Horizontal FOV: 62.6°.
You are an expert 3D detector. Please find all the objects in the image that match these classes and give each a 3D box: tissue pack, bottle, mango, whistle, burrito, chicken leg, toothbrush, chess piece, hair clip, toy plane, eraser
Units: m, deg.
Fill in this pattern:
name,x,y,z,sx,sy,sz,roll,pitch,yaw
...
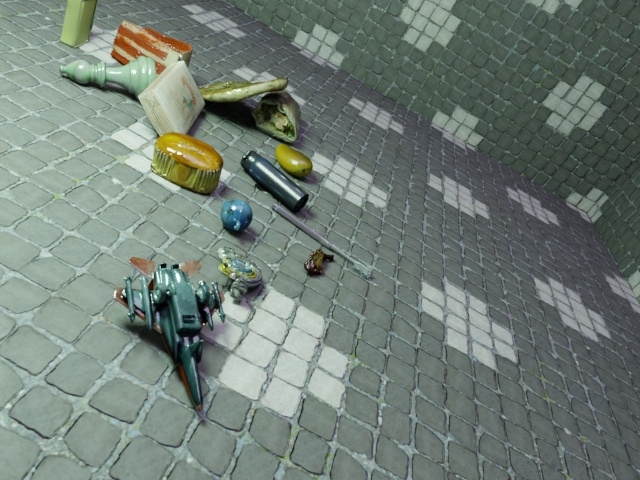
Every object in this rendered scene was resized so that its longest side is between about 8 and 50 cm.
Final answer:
name,x,y,z,sx,sy,sz,roll,pitch,yaw
tissue pack,-0.452,-0.434,1.639,0.325,0.071,0.170,-88,160,-57
bottle,-0.144,-0.185,1.618,0.244,0.072,0.082,41,-6,14
mango,-0.096,-0.276,1.803,0.103,0.076,0.161,-15,50,-46
whistle,-0.220,-0.076,1.376,0.090,0.090,0.158,17,33,-23
burrito,-0.157,-0.512,2.051,0.190,0.135,0.332,18,28,-8
chicken leg,-0.003,0.054,1.429,0.062,0.037,0.145,54,31,-5
toothbrush,0.000,0.000,1.525,0.354,0.024,0.029,36,38,7
chess piece,-0.653,-0.508,1.619,0.271,0.139,0.139,-2,42,-27
hair clip,-0.189,0.075,1.223,0.116,0.049,0.172,34,18,-22
toy plane,-0.254,0.157,0.972,0.222,0.104,0.326,6,38,-38
eraser,-0.807,-0.745,1.759,0.058,0.172,0.117,24,31,-9

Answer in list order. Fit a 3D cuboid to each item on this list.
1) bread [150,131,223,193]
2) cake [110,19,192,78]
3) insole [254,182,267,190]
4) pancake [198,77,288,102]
name,x,y,z,sx,sy,sz,roll,pitch,yaw
bread,-0.362,-0.217,1.441,0.190,0.114,0.132,19,33,-10
cake,-0.577,-0.658,1.859,0.262,0.158,0.159,33,25,6
insole,-0.156,-0.171,1.661,0.045,0.002,0.135,46,33,22
pancake,-0.288,-0.546,1.902,0.356,0.065,0.356,-3,19,1
